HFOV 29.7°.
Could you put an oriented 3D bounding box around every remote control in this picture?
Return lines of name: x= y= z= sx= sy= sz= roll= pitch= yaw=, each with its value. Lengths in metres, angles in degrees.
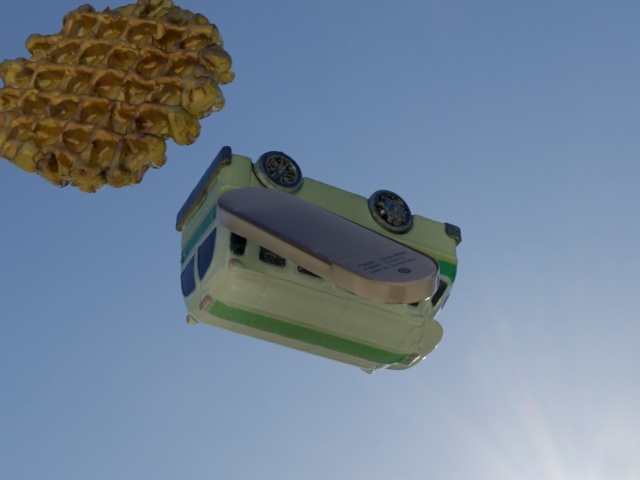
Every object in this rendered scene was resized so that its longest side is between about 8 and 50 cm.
remote control: x=0.000 y=0.000 z=1.007 sx=0.077 sy=0.245 sz=0.022 roll=-17 pitch=-60 yaw=-38

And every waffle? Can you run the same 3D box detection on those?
waffle: x=-0.149 y=-0.106 z=0.837 sx=0.191 sy=0.191 sz=0.038 roll=-16 pitch=-40 yaw=11

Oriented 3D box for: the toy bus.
toy bus: x=0.000 y=0.032 z=1.202 sx=0.276 sy=0.164 sz=0.133 roll=18 pitch=-41 yaw=-21
